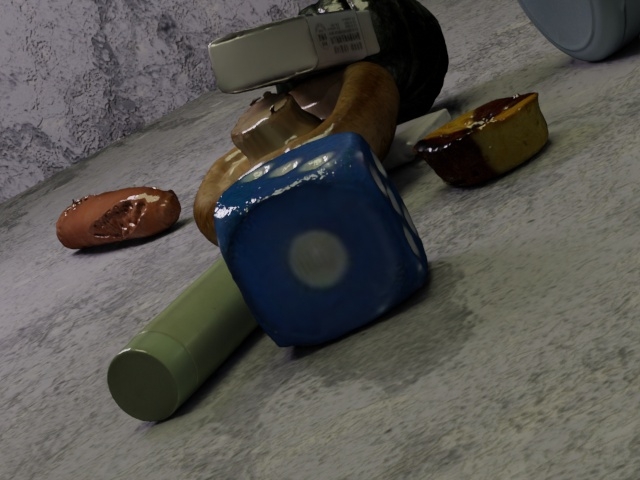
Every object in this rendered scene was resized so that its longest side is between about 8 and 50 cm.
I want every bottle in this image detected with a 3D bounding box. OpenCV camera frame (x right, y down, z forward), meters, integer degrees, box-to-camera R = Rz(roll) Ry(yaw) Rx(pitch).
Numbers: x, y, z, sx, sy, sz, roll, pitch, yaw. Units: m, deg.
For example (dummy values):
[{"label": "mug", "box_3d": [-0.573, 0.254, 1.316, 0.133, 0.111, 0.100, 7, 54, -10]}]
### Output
[{"label": "bottle", "box_3d": [-0.110, 0.083, 1.598, 0.072, 0.072, 0.201, -21, 14, 31]}]

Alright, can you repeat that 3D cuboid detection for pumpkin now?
[{"label": "pumpkin", "box_3d": [0.050, -0.213, 2.230, 0.220, 0.162, 0.220, -24, -24, -11]}]

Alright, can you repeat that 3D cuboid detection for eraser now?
[{"label": "eraser", "box_3d": [-0.026, -0.213, 2.029, 0.124, 0.068, 0.210, -15, 4, 23]}]

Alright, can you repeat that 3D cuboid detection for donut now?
[{"label": "donut", "box_3d": [0.162, -0.099, 1.801, 0.140, 0.059, 0.140, -27, 10, 5]}]

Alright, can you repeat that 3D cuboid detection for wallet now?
[{"label": "wallet", "box_3d": [0.060, -0.097, 2.105, 0.183, 0.032, 0.124, -22, 15, 33]}]

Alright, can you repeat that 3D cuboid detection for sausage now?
[{"label": "sausage", "box_3d": [-0.294, -0.031, 2.534, 0.087, 0.079, 0.326, -4, -2, -30]}]

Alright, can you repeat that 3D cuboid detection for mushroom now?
[{"label": "mushroom", "box_3d": [-0.025, -0.094, 1.987, 0.278, 0.146, 0.278, -37, 17, 13]}]

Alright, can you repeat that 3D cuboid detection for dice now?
[{"label": "dice", "box_3d": [0.000, 0.000, 1.532, 0.146, 0.143, 0.146, -25, 15, 9]}]

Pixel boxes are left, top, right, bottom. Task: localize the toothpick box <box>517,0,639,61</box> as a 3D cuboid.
[{"label": "toothpick box", "box_3d": [0.392, -0.393, 2.067, 0.355, 0.263, 0.263, -29, 11, -14]}]
